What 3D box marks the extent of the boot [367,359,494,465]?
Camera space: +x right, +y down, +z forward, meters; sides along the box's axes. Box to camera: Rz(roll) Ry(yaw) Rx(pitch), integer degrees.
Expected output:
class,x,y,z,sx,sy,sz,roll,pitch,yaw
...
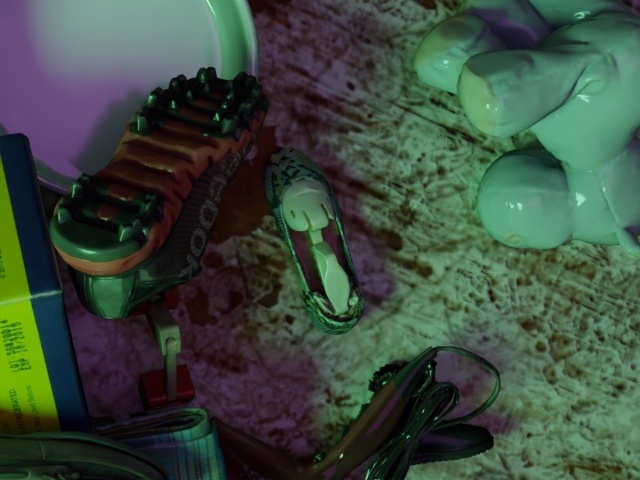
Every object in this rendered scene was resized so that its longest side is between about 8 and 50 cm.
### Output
class,x,y,z,sx,sy,sz,roll,pitch,yaw
boot,0.108,0.166,1.540,0.121,0.045,0.099,-8,97,-7

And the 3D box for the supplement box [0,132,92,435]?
class,x,y,z,sx,sy,sz,roll,pitch,yaw
supplement box,-0.390,0.074,1.296,0.357,0.195,0.194,-12,138,-11

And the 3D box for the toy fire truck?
class,x,y,z,sx,sy,sz,roll,pitch,yaw
toy fire truck,-0.147,0.065,1.428,0.047,0.192,0.135,-10,66,-14

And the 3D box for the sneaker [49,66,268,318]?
class,x,y,z,sx,sy,sz,roll,pitch,yaw
sneaker,-0.129,-0.037,1.317,0.098,0.135,0.276,18,45,18

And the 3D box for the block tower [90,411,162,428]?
class,x,y,z,sx,sy,sz,roll,pitch,yaw
block tower,-0.283,0.213,1.424,0.336,0.091,0.097,-4,92,-14

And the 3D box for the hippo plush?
class,x,y,z,sx,sy,sz,roll,pitch,yaw
hippo plush,0.245,-0.118,1.513,0.294,0.234,0.236,-10,125,1

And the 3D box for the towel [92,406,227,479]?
class,x,y,z,sx,sy,sz,roll,pitch,yaw
towel,-0.202,0.337,1.410,0.271,0.040,0.370,-11,114,-10

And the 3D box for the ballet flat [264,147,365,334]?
class,x,y,z,sx,sy,sz,roll,pitch,yaw
ballet flat,0.000,0.000,1.499,0.070,0.070,0.188,-22,97,-12

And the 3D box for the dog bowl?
class,x,y,z,sx,sy,sz,roll,pitch,yaw
dog bowl,-0.193,-0.165,1.425,0.265,0.104,0.264,-1,93,-13

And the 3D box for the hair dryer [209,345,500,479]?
class,x,y,z,sx,sy,sz,roll,pitch,yaw
hair dryer,0.021,0.209,1.501,0.294,0.080,0.223,2,88,-7

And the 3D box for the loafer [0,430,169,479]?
class,x,y,z,sx,sy,sz,roll,pitch,yaw
loafer,-0.246,0.202,1.258,0.268,0.084,0.096,17,128,-26
